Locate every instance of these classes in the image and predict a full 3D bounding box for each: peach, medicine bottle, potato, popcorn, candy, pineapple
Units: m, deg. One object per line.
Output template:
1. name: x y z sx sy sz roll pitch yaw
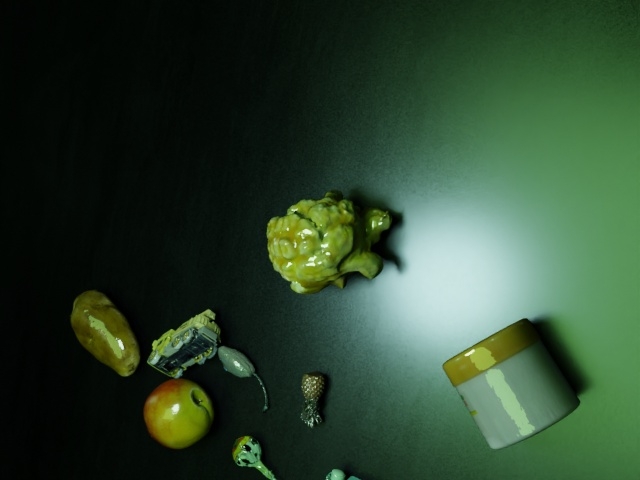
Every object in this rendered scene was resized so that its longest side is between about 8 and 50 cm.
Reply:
1. peach: -0.464 0.568 2.014 0.231 0.231 0.230 -1 89 31
2. medicine bottle: 0.446 0.338 1.452 0.238 0.238 0.231 -36 73 25
3. potato: -0.789 0.339 2.248 0.195 0.176 0.369 -44 70 -7
4. popcorn: 0.006 -0.003 1.710 0.335 0.279 0.274 -34 53 39
5. candy: -0.153 0.728 1.913 0.305 0.083 0.091 37 90 18
6. pineapple: -0.023 0.476 1.827 0.074 0.074 0.159 3 92 31

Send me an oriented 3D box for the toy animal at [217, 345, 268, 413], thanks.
1. toy animal: -0.236 0.431 1.970 0.253 0.070 0.079 46 147 11

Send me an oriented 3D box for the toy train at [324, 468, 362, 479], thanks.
1. toy train: 0.054 0.769 1.757 0.163 0.112 0.203 19 99 24

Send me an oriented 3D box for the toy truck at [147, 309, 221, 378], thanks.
1. toy truck: -0.446 0.336 2.043 0.272 0.124 0.157 -33 30 31
